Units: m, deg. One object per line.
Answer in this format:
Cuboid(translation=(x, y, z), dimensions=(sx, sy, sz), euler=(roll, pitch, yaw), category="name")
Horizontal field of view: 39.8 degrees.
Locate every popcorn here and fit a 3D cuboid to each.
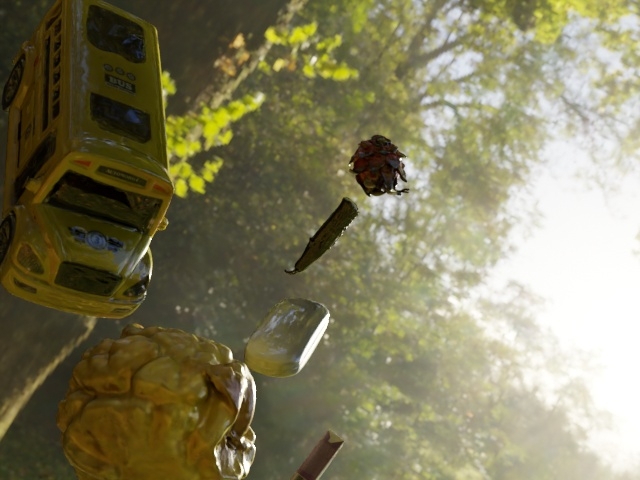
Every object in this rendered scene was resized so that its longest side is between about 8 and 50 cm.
Cuboid(translation=(-0.262, 0.294, 1.503), dimensions=(0.349, 0.349, 0.382), euler=(31, 23, -7), category="popcorn")

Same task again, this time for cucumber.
Cuboid(translation=(0.000, 0.000, 1.404), dimensions=(0.039, 0.163, 0.043), euler=(28, 16, -42), category="cucumber")

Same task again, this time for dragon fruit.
Cuboid(translation=(0.127, -0.160, 1.914), dimensions=(0.130, 0.142, 0.121), euler=(2, -32, 24), category="dragon fruit")

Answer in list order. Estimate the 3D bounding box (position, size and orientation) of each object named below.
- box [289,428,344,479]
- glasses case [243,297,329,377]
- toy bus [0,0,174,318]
Cuboid(translation=(-0.008, 0.376, 1.487), dimensions=(0.036, 0.117, 0.050), euler=(35, -23, 11), category="box")
Cuboid(translation=(-0.042, 0.124, 1.157), dimensions=(0.074, 0.049, 0.193), euler=(13, 20, 11), category="glasses case")
Cuboid(translation=(-0.233, -0.091, 0.887), dimensions=(0.145, 0.151, 0.331), euler=(19, 43, -35), category="toy bus")
